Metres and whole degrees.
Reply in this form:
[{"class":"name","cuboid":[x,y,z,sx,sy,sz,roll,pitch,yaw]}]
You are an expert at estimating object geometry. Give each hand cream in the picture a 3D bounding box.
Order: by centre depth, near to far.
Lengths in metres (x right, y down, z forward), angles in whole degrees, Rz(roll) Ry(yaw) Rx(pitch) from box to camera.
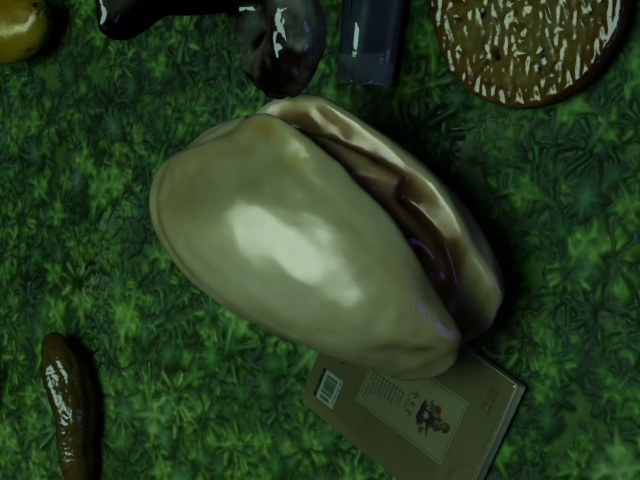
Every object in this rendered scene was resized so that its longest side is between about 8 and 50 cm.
[{"class":"hand cream","cuboid":[0.050,-0.260,1.178,0.079,0.048,0.255,11,95,35]}]

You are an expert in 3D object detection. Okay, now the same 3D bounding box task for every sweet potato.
[{"class":"sweet potato","cuboid":[-0.260,0.184,1.452,0.054,0.053,0.182,-10,85,2]}]

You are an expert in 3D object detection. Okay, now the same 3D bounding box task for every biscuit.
[{"class":"biscuit","cuboid":[0.165,-0.197,1.087,0.188,0.027,0.188,0,90,43]}]

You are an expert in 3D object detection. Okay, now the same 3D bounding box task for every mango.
[{"class":"mango","cuboid":[-0.363,-0.247,1.524,0.190,0.075,0.098,23,111,32]}]

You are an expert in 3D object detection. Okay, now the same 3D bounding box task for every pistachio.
[{"class":"pistachio","cuboid":[0.000,0.000,1.132,0.318,0.193,0.214,35,138,26]}]

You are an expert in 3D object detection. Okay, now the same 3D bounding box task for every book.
[{"class":"book","cuboid":[0.073,0.131,1.179,0.198,0.016,0.138,35,112,36]}]

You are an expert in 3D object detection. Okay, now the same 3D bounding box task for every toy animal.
[{"class":"toy animal","cuboid":[-0.087,-0.267,1.183,0.344,0.194,0.303,4,97,64]}]
